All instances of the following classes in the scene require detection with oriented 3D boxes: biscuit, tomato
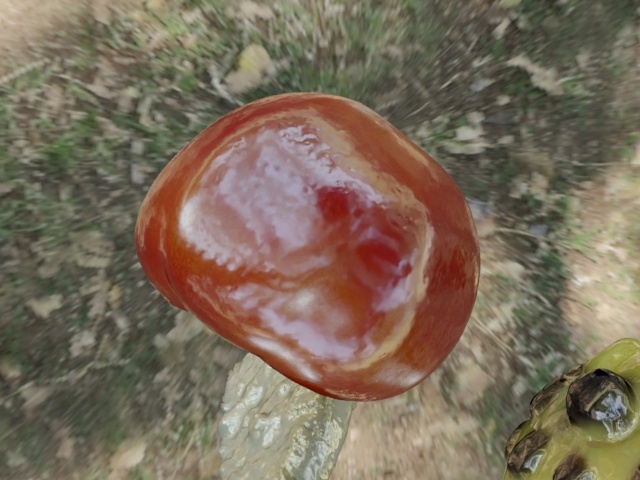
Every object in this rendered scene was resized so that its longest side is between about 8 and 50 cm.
[{"bbox_3d":[-0.033,0.165,1.535,0.084,0.281,0.179,34,107,-19],"label":"biscuit"},{"bbox_3d":[0.000,0.000,1.309,0.299,0.298,0.226,33,85,-1],"label":"tomato"}]

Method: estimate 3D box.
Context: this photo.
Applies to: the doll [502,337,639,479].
[{"bbox_3d":[0.097,0.080,0.355,0.117,0.291,0.086,-40,97,3],"label":"doll"}]
